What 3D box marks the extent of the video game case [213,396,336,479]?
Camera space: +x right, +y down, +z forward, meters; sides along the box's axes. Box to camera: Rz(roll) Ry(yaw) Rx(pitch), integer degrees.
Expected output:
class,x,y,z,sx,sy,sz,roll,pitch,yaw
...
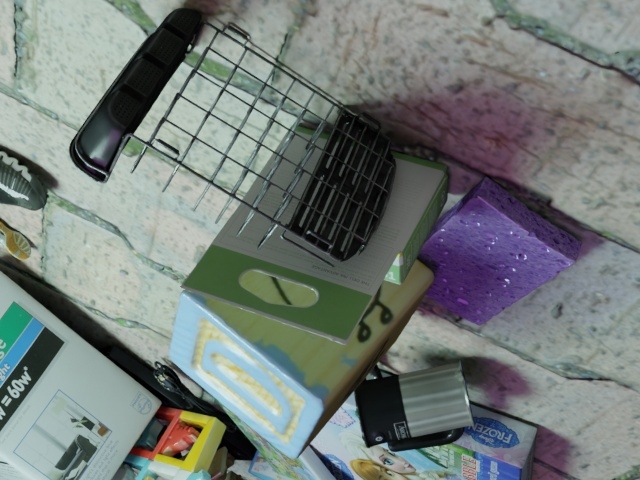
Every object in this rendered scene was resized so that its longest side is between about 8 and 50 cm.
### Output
class,x,y,z,sx,sy,sz,roll,pitch,yaw
video game case,-0.065,0.303,1.781,0.212,0.023,0.193,53,158,-16

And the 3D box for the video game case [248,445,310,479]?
class,x,y,z,sx,sy,sz,roll,pitch,yaw
video game case,-0.045,0.354,1.903,0.119,0.015,0.166,26,138,3

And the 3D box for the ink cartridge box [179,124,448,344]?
class,x,y,z,sx,sy,sz,roll,pitch,yaw
ink cartridge box,0.000,0.000,1.112,0.171,0.235,0.056,17,143,19

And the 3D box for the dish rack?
class,x,y,z,sx,sy,sz,roll,pitch,yaw
dish rack,-0.064,-0.086,1.077,0.271,0.208,0.074,31,136,-7

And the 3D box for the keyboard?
class,x,y,z,sx,sy,sz,roll,pitch,yaw
keyboard,-0.222,0.267,1.939,0.317,0.033,0.201,38,156,-19

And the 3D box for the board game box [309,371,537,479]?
class,x,y,z,sx,sy,sz,roll,pitch,yaw
board game box,0.133,0.299,1.647,0.318,0.066,0.318,18,149,19

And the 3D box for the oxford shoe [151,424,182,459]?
class,x,y,z,sx,sy,sz,roll,pitch,yaw
oxford shoe,-0.284,0.367,2.054,0.076,0.076,0.212,61,177,10

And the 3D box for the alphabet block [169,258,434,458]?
class,x,y,z,sx,sy,sz,roll,pitch,yaw
alphabet block,-0.025,0.083,1.272,0.192,0.197,0.193,38,152,7

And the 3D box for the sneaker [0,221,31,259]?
class,x,y,z,sx,sy,sz,roll,pitch,yaw
sneaker,-0.453,-0.004,1.713,0.083,0.032,0.037,44,161,-18

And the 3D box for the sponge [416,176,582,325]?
class,x,y,z,sx,sy,sz,roll,pitch,yaw
sponge,0.164,0.017,1.210,0.117,0.031,0.210,32,151,-6

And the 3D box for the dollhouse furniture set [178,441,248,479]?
class,x,y,z,sx,sy,sz,roll,pitch,yaw
dollhouse furniture set,-0.145,0.395,1.941,0.123,0.144,0.151,-37,115,24

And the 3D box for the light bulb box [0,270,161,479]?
class,x,y,z,sx,sy,sz,roll,pitch,yaw
light bulb box,-0.520,0.240,1.921,0.361,0.225,0.358,45,153,-26

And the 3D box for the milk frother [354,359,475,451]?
class,x,y,z,sx,sy,sz,roll,pitch,yaw
milk frother,0.111,0.179,1.460,0.135,0.143,0.129,-12,153,5

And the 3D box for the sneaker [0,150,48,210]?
class,x,y,z,sx,sy,sz,roll,pitch,yaw
sneaker,-0.467,-0.080,1.519,0.234,0.106,0.078,27,152,2

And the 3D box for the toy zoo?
class,x,y,z,sx,sy,sz,roll,pitch,yaw
toy zoo,-0.264,0.355,1.885,0.293,0.192,0.030,1,143,48
